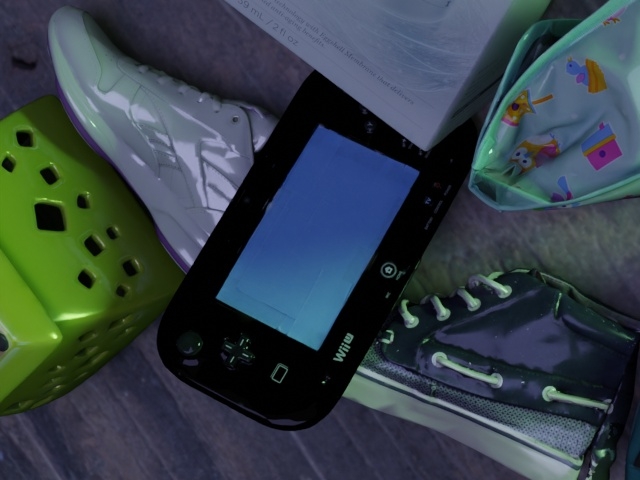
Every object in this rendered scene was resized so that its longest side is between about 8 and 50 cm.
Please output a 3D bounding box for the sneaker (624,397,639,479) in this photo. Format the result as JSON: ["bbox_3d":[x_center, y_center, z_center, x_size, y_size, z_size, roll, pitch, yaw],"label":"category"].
[{"bbox_3d":[0.315,0.115,1.380,0.108,0.121,0.302,26,110,16],"label":"sneaker"}]

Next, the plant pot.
[{"bbox_3d":[-0.297,0.037,1.556,0.227,0.207,0.228,-41,85,36],"label":"plant pot"}]

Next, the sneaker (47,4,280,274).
[{"bbox_3d":[-0.123,-0.100,1.544,0.152,0.114,0.305,-38,86,8],"label":"sneaker"}]

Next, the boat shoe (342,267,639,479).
[{"bbox_3d":[0.113,0.077,1.470,0.340,0.127,0.158,23,103,9],"label":"boat shoe"}]

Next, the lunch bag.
[{"bbox_3d":[0.250,-0.112,1.303,0.262,0.223,0.160,-33,82,27],"label":"lunch bag"}]

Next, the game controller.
[{"bbox_3d":[0.000,0.000,1.438,0.166,0.067,0.319,24,76,25],"label":"game controller"}]

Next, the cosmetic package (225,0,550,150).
[{"bbox_3d":[0.072,-0.236,1.368,0.224,0.138,0.225,37,128,11],"label":"cosmetic package"}]
